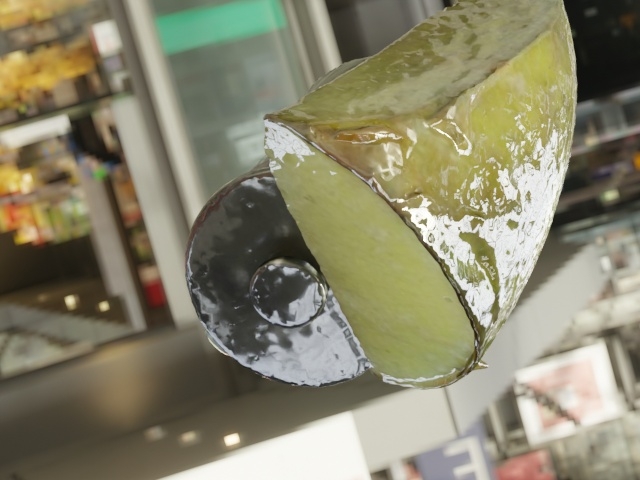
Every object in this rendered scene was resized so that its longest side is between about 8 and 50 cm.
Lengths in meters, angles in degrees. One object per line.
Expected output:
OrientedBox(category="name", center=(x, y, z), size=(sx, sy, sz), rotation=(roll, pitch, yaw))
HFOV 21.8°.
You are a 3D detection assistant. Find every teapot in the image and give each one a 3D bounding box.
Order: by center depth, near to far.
OrientedBox(category="teapot", center=(0.000, 0.000, 1.391), size=(0.270, 0.200, 0.337), rotation=(-41, -175, 25))

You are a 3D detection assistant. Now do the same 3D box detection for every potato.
OrientedBox(category="potato", center=(0.099, -0.068, 1.034), size=(0.112, 0.269, 0.255), rotation=(17, -118, 27))
